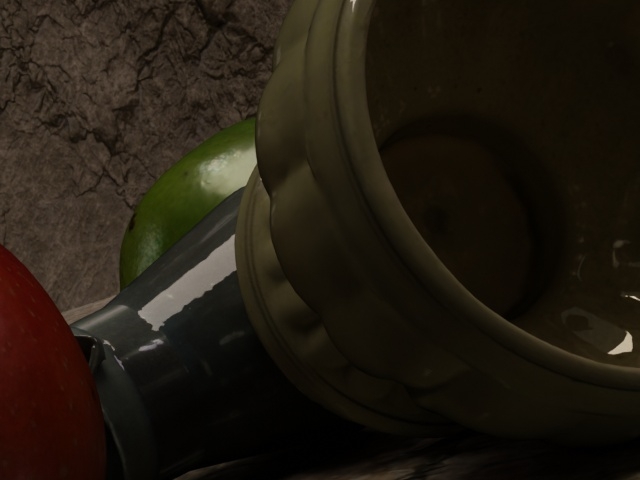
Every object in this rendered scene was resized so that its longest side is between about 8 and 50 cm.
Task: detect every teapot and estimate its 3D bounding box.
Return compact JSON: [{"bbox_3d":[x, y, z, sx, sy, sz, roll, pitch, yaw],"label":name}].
[{"bbox_3d":[-0.078,0.082,1.103,0.225,0.171,0.203,-26,-23,-35],"label":"teapot"}]

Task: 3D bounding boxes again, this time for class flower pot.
[{"bbox_3d":[0.094,-0.025,0.970,0.307,0.307,0.244,-17,-10,-28],"label":"flower pot"}]

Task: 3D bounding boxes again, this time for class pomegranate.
[{"bbox_3d":[0.000,0.000,1.430,0.309,0.216,0.358,-14,3,-27],"label":"pomegranate"}]

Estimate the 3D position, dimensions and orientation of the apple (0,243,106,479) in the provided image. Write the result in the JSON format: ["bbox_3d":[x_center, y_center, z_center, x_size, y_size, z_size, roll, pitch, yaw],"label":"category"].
[{"bbox_3d":[-0.240,0.101,0.915,0.260,0.216,0.260,-14,1,0],"label":"apple"}]
